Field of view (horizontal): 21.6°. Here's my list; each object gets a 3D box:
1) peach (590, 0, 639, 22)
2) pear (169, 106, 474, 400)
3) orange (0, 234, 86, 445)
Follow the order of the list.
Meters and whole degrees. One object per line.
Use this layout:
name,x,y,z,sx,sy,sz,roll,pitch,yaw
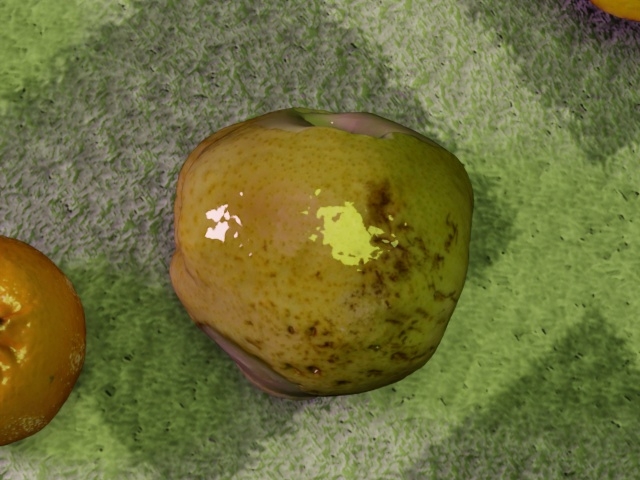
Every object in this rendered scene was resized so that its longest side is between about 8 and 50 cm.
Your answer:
peach,0.329,-0.369,1.537,0.306,0.242,0.380,30,61,-21
pear,0.000,0.000,1.412,0.271,0.271,0.271,1,78,-6
orange,-0.293,0.085,1.408,0.193,0.161,0.193,1,74,-3
